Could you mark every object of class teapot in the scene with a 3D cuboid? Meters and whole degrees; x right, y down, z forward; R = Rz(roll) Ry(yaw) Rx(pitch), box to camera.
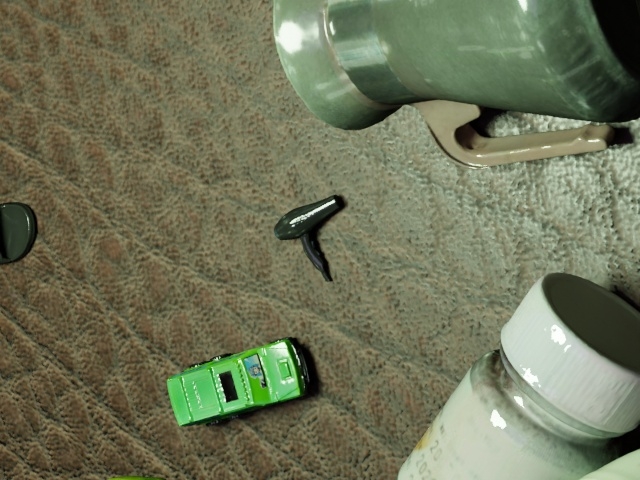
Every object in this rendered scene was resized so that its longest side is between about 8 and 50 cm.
[{"bbox_3d":[0.159,-0.199,1.722,0.344,0.253,0.300,-5,126,41],"label":"teapot"}]

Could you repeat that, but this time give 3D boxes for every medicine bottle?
[{"bbox_3d":[0.196,0.179,1.776,0.165,0.165,0.273,42,116,22],"label":"medicine bottle"}]

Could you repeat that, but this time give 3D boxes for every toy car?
[{"bbox_3d":[-0.088,0.153,2.023,0.165,0.062,0.071,-19,86,34],"label":"toy car"}]

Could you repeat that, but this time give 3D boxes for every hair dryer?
[{"bbox_3d":[0.000,0.000,1.971,0.079,0.031,0.083,-26,96,25],"label":"hair dryer"}]

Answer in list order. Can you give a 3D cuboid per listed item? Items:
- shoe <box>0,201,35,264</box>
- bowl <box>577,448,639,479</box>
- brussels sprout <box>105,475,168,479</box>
[{"bbox_3d":[-0.411,-0.002,2.226,0.179,0.049,0.071,-6,94,34],"label":"shoe"},{"bbox_3d":[0.354,0.285,1.667,0.277,0.145,0.277,46,157,26],"label":"bowl"},{"bbox_3d":[-0.199,0.323,2.093,0.151,0.122,0.149,34,127,-14],"label":"brussels sprout"}]
